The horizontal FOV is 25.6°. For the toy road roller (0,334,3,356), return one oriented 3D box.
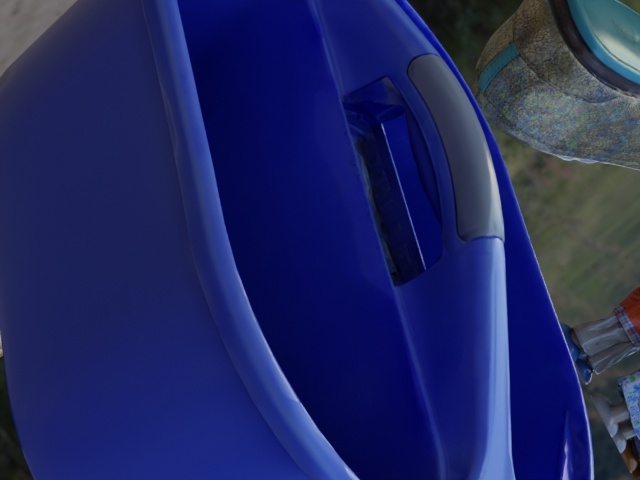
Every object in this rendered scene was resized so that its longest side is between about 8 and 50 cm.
[{"bbox_3d":[-0.360,-0.007,1.379,0.202,0.240,0.329,-41,171,30],"label":"toy road roller"}]

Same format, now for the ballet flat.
[{"bbox_3d":[0.239,-0.081,0.964,0.349,0.123,0.123,14,137,-38],"label":"ballet flat"}]

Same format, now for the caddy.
[{"bbox_3d":[0.000,0.000,0.611,0.179,0.341,0.241,-33,146,30],"label":"caddy"}]

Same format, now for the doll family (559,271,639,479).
[{"bbox_3d":[0.297,0.121,1.059,0.163,0.118,0.263,-28,136,7],"label":"doll family"}]
